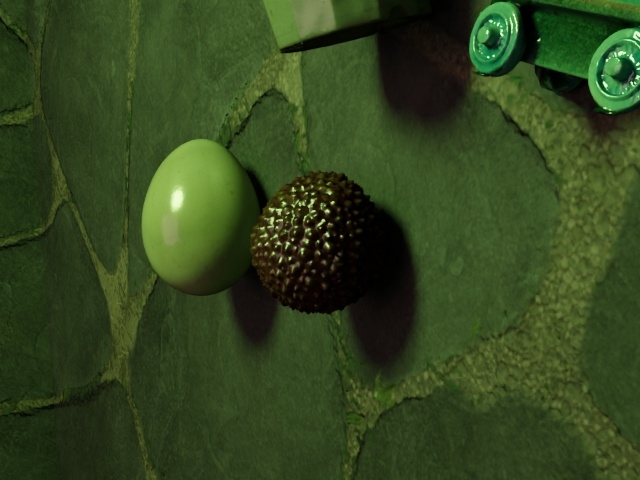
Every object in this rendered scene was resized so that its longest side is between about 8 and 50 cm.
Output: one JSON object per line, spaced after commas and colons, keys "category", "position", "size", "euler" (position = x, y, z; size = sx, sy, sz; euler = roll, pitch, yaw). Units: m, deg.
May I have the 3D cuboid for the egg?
{"category": "egg", "position": [-0.189, -0.038, 1.516], "size": [0.189, 0.189, 0.253], "euler": [-24, 67, 57]}

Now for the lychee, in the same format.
{"category": "lychee", "position": [0.000, 0.000, 1.223], "size": [0.188, 0.188, 0.188], "euler": [10, 102, 58]}

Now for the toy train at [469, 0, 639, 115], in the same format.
{"category": "toy train", "position": [0.253, -0.213, 0.839], "size": [0.298, 0.120, 0.194], "euler": [33, 114, 53]}

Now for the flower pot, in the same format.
{"category": "flower pot", "position": [0.016, -0.365, 1.109], "size": [0.290, 0.290, 0.259], "euler": [-4, 103, 59]}
